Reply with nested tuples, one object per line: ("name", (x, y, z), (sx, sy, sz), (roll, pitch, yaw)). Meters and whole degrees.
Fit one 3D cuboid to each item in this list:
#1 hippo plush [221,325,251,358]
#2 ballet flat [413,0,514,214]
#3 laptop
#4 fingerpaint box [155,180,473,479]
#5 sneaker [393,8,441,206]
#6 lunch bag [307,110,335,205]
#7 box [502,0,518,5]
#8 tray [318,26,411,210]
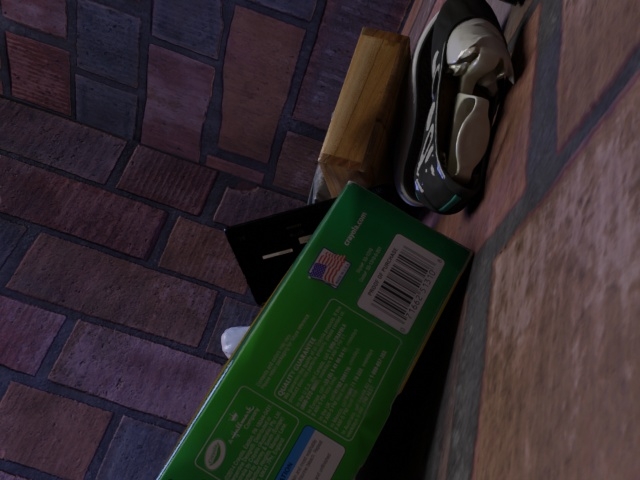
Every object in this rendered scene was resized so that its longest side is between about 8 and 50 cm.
("hippo plush", (-0.065, 0.299, 1.599), (0.294, 0.234, 0.236), (-21, 56, 29))
("ballet flat", (0.174, -0.166, 0.864), (0.096, 0.095, 0.280), (159, 121, -73))
("laptop", (0.000, 0.000, 1.137), (0.264, 0.234, 0.136), (72, -177, -46))
("fingerpaint box", (-0.048, 0.210, 0.850), (0.445, 0.163, 0.371), (-58, -3, -25))
("sneaker", (0.156, -0.191, 1.052), (0.123, 0.106, 0.290), (-162, 90, -84))
("lunch bag", (0.062, -0.109, 1.683), (0.287, 0.169, 0.235), (98, -175, -64))
("box", (0.286, -0.538, 0.999), (0.318, 0.097, 0.395), (-81, 11, -63))
("tray", (0.090, -0.127, 1.177), (0.411, 0.076, 0.203), (64, -137, -72))
